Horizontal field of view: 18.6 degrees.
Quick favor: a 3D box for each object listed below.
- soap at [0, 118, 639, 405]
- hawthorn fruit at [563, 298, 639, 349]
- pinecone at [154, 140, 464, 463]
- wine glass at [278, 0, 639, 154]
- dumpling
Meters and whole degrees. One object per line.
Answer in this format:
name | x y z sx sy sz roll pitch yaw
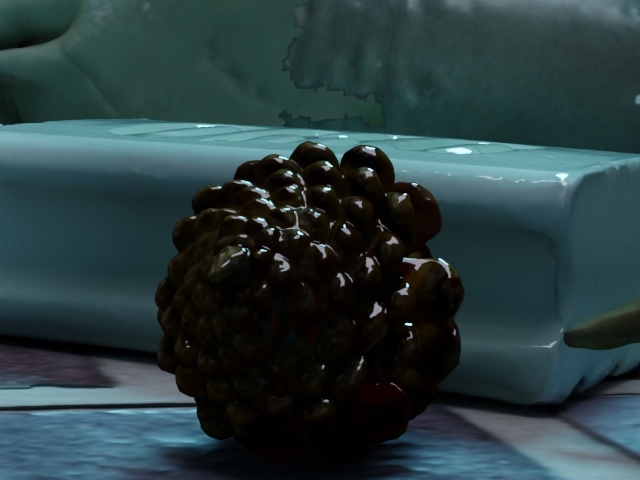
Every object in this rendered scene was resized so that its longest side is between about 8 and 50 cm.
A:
soap | 0.000 0.000 0.797 0.265 0.087 0.160 6 8 27
hawthorn fruit | 0.197 -0.009 0.623 0.251 0.199 0.199 -21 5 6
pinecone | -0.002 0.018 0.610 0.102 0.102 0.109 3 3 8
wine glass | 0.152 -0.056 0.953 0.357 0.190 0.190 10 9 21
dumpling | -0.066 -0.092 1.184 0.321 0.270 0.212 29 37 14
